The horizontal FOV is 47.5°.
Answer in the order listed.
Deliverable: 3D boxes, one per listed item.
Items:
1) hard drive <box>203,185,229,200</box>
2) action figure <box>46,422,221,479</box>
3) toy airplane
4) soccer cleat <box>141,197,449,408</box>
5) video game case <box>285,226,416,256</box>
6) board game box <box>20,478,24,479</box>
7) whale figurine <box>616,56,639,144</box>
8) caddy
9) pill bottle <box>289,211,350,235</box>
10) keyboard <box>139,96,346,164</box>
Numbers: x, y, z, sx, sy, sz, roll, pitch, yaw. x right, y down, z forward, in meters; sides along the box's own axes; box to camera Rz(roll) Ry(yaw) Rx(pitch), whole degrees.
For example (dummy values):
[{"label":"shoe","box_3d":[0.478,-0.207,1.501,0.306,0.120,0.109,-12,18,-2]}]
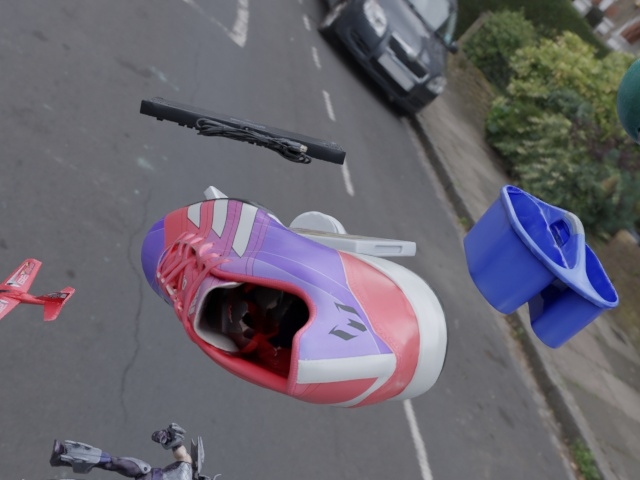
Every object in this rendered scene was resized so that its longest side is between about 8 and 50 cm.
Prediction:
[{"label":"hard drive","box_3d":[-0.197,-0.010,1.961,0.203,0.040,0.307,38,12,-41]},{"label":"action figure","box_3d":[-0.287,0.386,1.160,0.285,0.099,0.185,12,52,-20]},{"label":"toy airplane","box_3d":[-0.408,0.078,1.007,0.151,0.151,0.028,-102,-178,-55]},{"label":"soccer cleat","box_3d":[-0.062,0.032,0.514,0.116,0.108,0.318,0,13,-42]},{"label":"video game case","box_3d":[0.000,0.000,1.085,0.227,0.026,0.206,7,2,29]},{"label":"board game box","box_3d":[-0.474,0.428,0.972,0.035,0.136,0.201,47,37,-20]},{"label":"whale figurine","box_3d":[0.592,-0.264,1.165,0.141,0.272,0.216,46,-9,34]},{"label":"caddy","box_3d":[0.402,0.028,1.312,0.241,0.179,0.341,35,24,-12]},{"label":"pill bottle","box_3d":[0.004,0.012,1.522,0.121,0.121,0.221,50,2,16]},{"label":"keyboard","box_3d":[-0.114,-0.163,1.106,0.317,0.033,0.201,13,12,-7]}]
